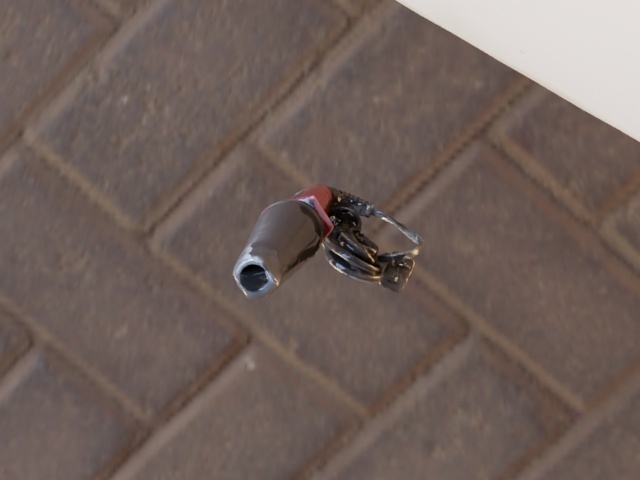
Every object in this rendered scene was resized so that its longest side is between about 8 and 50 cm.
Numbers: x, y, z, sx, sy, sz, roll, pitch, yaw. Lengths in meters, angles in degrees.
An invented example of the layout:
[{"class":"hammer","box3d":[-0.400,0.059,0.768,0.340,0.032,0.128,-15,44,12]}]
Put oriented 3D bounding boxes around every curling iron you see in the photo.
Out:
[{"class":"curling iron","box3d":[0.000,0.000,0.834,0.068,0.274,0.035,29,97,8]}]

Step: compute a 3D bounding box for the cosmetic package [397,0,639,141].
[{"class":"cosmetic package","box3d":[0.066,-0.193,0.590,0.217,0.385,0.156,-46,151,-13]}]
